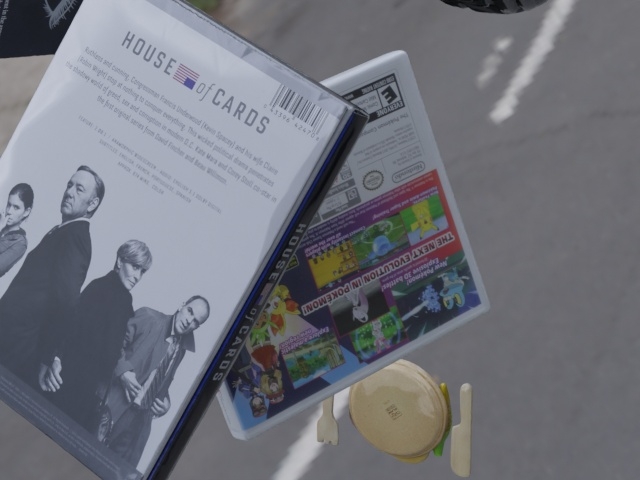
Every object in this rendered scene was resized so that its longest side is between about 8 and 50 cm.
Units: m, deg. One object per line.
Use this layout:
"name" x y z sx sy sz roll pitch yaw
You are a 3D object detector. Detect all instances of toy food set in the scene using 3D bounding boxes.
"toy food set" 0.091 0.194 1.992 0.192 0.132 0.038 11 22 23

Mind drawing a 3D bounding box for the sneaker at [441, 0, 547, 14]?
"sneaker" -0.011 -0.256 0.700 0.147 0.384 0.145 -45 15 -10

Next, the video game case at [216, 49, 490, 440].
"video game case" 0.000 0.000 1.085 0.201 0.183 0.023 -26 13 -28

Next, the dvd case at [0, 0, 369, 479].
"dvd case" -0.102 -0.007 0.932 0.179 0.029 0.238 34 99 25

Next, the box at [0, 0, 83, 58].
"box" -0.228 -0.231 1.342 0.207 0.153 0.108 -8 49 -34
